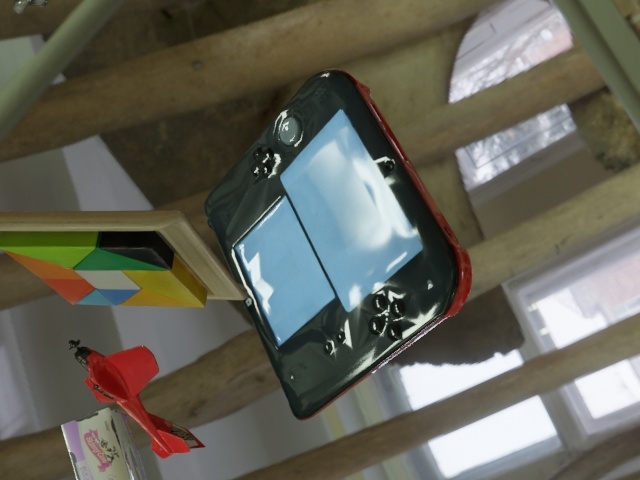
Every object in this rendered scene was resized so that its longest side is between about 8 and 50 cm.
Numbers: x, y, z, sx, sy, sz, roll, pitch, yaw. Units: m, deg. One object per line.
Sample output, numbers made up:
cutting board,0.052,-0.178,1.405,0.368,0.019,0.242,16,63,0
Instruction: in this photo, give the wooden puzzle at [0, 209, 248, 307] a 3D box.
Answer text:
wooden puzzle,-0.209,0.027,0.756,0.239,0.221,0.044,60,-148,-66

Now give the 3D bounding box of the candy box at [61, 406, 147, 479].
candy box,-0.300,0.335,1.079,0.196,0.070,0.165,113,138,-72

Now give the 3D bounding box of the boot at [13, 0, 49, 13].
boot,-0.188,-0.132,0.224,0.229,0.263,0.091,24,173,-16

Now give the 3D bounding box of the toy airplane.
toy airplane,-0.161,0.139,0.642,0.151,0.151,0.028,51,-130,-17

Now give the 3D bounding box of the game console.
game console,0.000,0.000,1.012,0.060,0.342,0.387,9,-132,-51
